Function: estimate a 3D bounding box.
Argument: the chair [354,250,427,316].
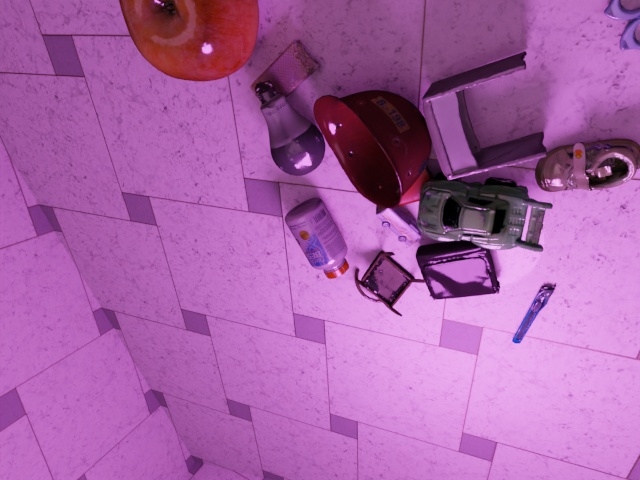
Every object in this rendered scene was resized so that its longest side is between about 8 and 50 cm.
[{"bbox_3d":[0.241,0.150,1.673,0.188,0.166,0.272,40,172,-6],"label":"chair"}]

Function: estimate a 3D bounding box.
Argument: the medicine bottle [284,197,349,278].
[{"bbox_3d":[0.000,0.000,1.672,0.156,0.157,0.289,-17,113,32],"label":"medicine bottle"}]

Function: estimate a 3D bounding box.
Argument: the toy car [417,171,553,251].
[{"bbox_3d":[0.473,-0.078,1.358,0.358,0.176,0.214,9,109,12],"label":"toy car"}]

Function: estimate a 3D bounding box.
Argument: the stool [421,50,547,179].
[{"bbox_3d":[0.444,-0.333,1.235,0.269,0.170,0.244,-11,117,30],"label":"stool"}]

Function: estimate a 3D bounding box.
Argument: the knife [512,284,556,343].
[{"bbox_3d":[0.742,0.264,1.592,0.044,0.026,0.297,11,126,3],"label":"knife"}]

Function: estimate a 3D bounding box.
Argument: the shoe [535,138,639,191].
[{"bbox_3d":[0.725,-0.206,1.235,0.262,0.128,0.140,-10,103,27],"label":"shoe"}]

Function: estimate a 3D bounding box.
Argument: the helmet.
[{"bbox_3d":[0.184,-0.305,1.329,0.385,0.230,0.338,52,168,18],"label":"helmet"}]

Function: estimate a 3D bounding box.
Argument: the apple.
[{"bbox_3d":[-0.369,-0.651,1.286,0.390,0.347,0.392,9,121,15],"label":"apple"}]

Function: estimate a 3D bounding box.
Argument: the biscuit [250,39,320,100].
[{"bbox_3d":[-0.114,-0.519,1.438,0.238,0.062,0.108,-30,108,38],"label":"biscuit"}]

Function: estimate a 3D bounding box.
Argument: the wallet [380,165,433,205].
[{"bbox_3d":[0.270,-0.182,1.497,0.204,0.045,0.142,-14,118,32],"label":"wallet"}]

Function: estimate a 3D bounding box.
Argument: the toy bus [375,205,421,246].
[{"bbox_3d":[0.266,-0.061,1.545,0.190,0.064,0.075,37,126,-25],"label":"toy bus"}]

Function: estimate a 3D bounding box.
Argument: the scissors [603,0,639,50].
[{"bbox_3d":[0.830,-0.571,0.989,0.360,0.029,0.191,-29,111,34],"label":"scissors"}]

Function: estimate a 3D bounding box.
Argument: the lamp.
[{"bbox_3d":[-0.088,-0.358,1.451,0.181,0.182,0.314,2,126,23],"label":"lamp"}]

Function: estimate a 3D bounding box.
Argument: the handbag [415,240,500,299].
[{"bbox_3d":[0.471,0.098,1.561,0.246,0.080,0.223,-10,121,29],"label":"handbag"}]
